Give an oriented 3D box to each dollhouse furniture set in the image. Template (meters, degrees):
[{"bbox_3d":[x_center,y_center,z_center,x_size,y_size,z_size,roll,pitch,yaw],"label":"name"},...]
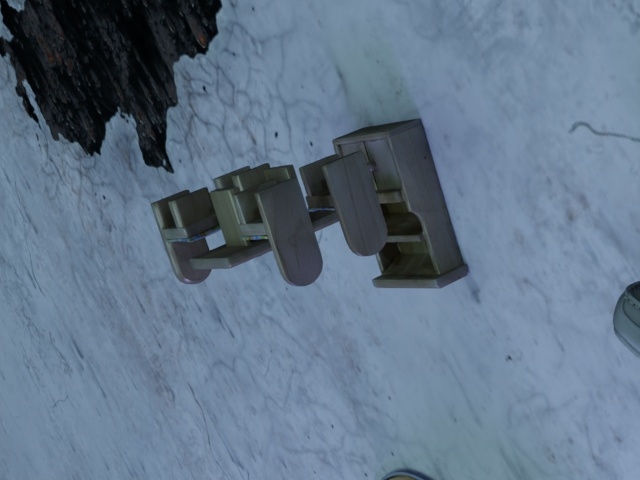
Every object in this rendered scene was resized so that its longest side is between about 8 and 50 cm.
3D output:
[{"bbox_3d":[0.000,0.000,1.274,0.212,0.242,0.161,-2,108,57],"label":"dollhouse furniture set"}]

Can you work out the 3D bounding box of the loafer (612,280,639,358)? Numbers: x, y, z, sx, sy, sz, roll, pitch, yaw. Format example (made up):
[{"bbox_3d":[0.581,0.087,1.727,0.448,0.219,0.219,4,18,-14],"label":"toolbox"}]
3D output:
[{"bbox_3d":[0.349,0.067,0.937,0.319,0.112,0.111,15,117,43],"label":"loafer"}]

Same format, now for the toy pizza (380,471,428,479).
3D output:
[{"bbox_3d":[0.120,0.360,1.526,0.201,0.032,0.201,34,136,41],"label":"toy pizza"}]
